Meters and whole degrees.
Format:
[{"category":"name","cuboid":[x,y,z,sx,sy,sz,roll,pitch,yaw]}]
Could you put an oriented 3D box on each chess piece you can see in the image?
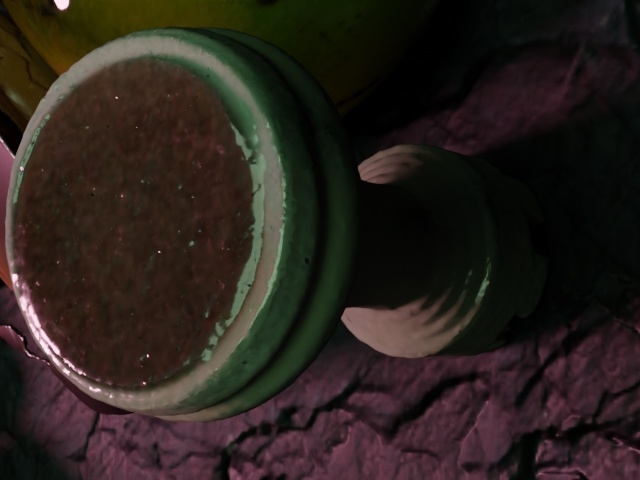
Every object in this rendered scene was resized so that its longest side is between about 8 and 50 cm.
[{"category":"chess piece","cuboid":[0.000,0.000,1.050,0.194,0.299,0.195,-4,83,36]}]

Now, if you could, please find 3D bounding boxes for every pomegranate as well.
[{"category":"pomegranate","cuboid":[-0.066,-0.235,1.171,0.309,0.216,0.359,34,106,37]}]

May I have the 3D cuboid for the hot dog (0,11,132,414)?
[{"category":"hot dog","cuboid":[-0.179,-0.037,1.310,0.326,0.107,0.194,59,149,4]}]
